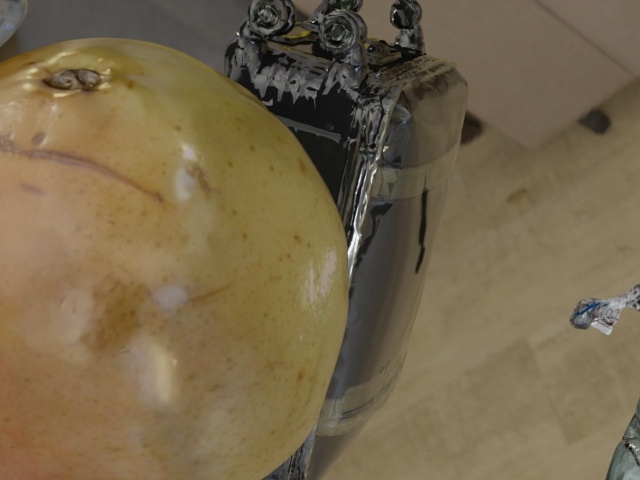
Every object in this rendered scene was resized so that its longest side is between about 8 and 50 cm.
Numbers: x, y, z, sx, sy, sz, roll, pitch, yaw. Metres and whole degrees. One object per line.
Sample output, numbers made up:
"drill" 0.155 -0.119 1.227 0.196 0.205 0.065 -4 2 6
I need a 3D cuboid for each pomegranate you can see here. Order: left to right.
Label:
"pomegranate" -0.131 0.036 0.846 0.319 0.319 0.319 -17 63 37

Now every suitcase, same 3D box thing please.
"suitcase" 0.000 0.000 1.213 0.194 0.283 0.434 17 107 13

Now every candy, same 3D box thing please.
"candy" 0.412 0.069 1.652 0.226 0.094 0.051 -16 81 -1

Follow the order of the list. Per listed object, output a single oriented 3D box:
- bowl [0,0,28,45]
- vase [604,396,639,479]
"bowl" -0.275 -0.183 1.010 0.189 0.189 0.086 -42 83 22
"vase" 0.256 0.140 1.004 0.060 0.060 0.211 29 87 44
